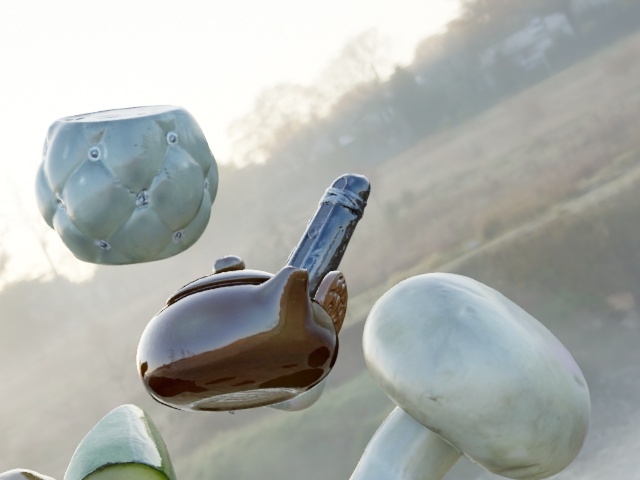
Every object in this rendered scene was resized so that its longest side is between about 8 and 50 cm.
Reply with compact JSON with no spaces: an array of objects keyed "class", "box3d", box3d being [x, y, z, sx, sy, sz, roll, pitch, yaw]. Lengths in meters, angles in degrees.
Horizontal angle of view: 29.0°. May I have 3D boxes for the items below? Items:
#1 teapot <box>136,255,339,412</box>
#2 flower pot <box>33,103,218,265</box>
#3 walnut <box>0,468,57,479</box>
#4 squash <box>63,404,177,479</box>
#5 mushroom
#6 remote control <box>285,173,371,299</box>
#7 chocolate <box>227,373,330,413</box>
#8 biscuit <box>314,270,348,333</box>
[{"class":"teapot","box3d":[-0.087,0.085,1.112,0.178,0.135,0.252,10,-23,-37]},{"class":"flower pot","box3d":[-0.257,-0.075,1.652,0.246,0.195,0.246,-4,13,1]},{"class":"walnut","box3d":[-0.283,0.360,1.110,0.209,0.209,0.336,-27,41,8]},{"class":"squash","box3d":[-0.315,0.365,1.879,0.189,0.189,0.260,-27,20,-10]},{"class":"mushroom","box3d":[0.179,0.186,1.553,0.315,0.315,0.356,-28,7,46]},{"class":"remote control","box3d":[0.000,0.000,1.955,0.090,0.066,0.266,12,68,36]},{"class":"chocolate","box3d":[-0.059,0.207,1.978,0.221,0.147,0.221,25,-90,-86]},{"class":"biscuit","box3d":[0.008,0.073,1.177,0.091,0.015,0.078,77,-146,-57]}]
